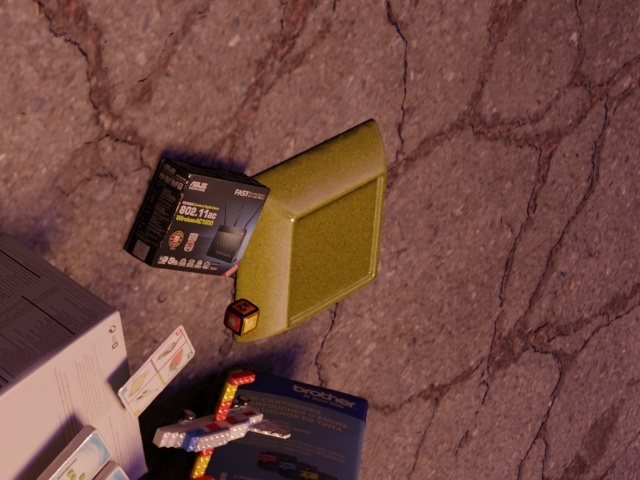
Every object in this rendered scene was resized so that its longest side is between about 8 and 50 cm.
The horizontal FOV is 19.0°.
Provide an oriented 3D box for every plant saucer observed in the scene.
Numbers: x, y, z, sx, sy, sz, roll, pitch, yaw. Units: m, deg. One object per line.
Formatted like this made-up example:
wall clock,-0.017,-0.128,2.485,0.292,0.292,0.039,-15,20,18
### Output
plant saucer,0.000,0.000,1.860,0.188,0.045,0.188,-28,135,-38

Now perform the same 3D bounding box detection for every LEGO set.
LEGO set,-0.118,0.165,1.556,0.244,0.060,0.182,-48,151,-18

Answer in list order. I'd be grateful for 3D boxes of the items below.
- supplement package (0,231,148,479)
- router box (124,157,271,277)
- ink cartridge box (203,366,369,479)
supplement package,-0.269,0.144,1.522,0.203,0.149,0.194,-37,141,-30
router box,-0.108,-0.019,1.710,0.122,0.038,0.092,8,108,-55
ink cartridge box,-0.060,0.303,1.812,0.395,0.151,0.270,-81,-174,-67
